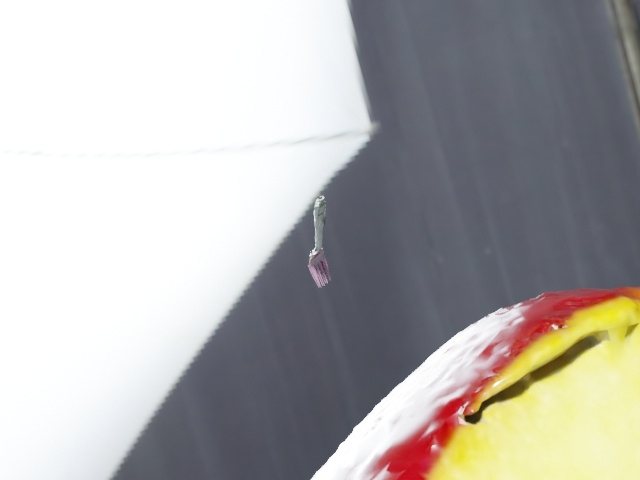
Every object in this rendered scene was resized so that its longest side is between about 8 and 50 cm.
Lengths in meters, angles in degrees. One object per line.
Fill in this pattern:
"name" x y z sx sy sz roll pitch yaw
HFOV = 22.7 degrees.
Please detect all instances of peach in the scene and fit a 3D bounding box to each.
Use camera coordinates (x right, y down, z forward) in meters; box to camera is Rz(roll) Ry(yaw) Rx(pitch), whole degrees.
"peach" 0.046 0.132 0.428 0.267 0.159 0.154 -60 5 -34

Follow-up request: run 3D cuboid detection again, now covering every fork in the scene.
"fork" -0.001 -0.001 1.136 0.016 0.012 0.115 -46 -22 -22
